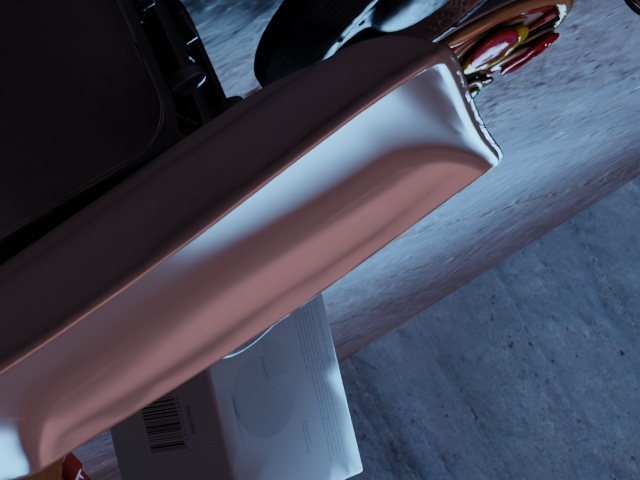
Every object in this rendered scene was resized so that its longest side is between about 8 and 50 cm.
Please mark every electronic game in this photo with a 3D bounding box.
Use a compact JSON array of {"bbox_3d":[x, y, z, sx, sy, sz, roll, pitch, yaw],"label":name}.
[{"bbox_3d":[0.057,-0.158,0.899,0.229,0.048,0.229,-36,171,-6],"label":"electronic game"}]

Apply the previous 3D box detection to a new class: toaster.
[{"bbox_3d":[-0.135,-0.046,0.728,0.185,0.110,0.168,-30,170,6],"label":"toaster"}]

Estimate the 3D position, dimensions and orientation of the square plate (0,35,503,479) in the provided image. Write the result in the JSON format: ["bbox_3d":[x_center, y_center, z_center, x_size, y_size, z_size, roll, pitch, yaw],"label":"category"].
[{"bbox_3d":[-0.073,0.022,0.773,0.347,0.049,0.344,-34,172,6],"label":"square plate"}]

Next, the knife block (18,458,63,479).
[{"bbox_3d":[-0.342,0.160,1.387,0.088,0.242,0.276,-18,121,-57],"label":"knife block"}]

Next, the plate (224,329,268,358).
[{"bbox_3d":[-0.058,0.020,1.406,0.188,0.024,0.188,-44,151,-32],"label":"plate"}]

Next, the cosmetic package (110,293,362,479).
[{"bbox_3d":[-0.090,0.154,1.539,0.138,0.224,0.224,-12,-179,33],"label":"cosmetic package"}]

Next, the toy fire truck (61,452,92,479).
[{"bbox_3d":[-0.288,0.300,1.596,0.158,0.246,0.217,-33,-162,20],"label":"toy fire truck"}]

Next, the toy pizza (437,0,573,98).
[{"bbox_3d":[0.118,-0.139,1.247,0.201,0.032,0.201,-29,171,-5],"label":"toy pizza"}]

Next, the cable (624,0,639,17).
[{"bbox_3d":[0.274,-0.195,1.058,0.150,0.047,0.184,1,133,-10],"label":"cable"}]
